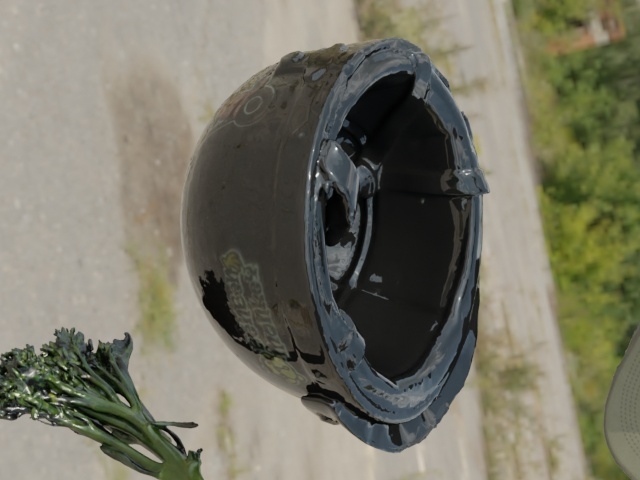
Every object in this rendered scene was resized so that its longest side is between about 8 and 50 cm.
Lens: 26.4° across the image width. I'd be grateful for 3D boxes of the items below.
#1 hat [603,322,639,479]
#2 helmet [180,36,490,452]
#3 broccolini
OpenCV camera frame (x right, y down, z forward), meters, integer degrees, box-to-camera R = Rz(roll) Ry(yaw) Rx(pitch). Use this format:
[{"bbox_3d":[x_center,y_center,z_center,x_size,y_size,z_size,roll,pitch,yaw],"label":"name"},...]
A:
[{"bbox_3d":[0.389,0.154,1.259,0.149,0.214,0.244,-67,178,-83],"label":"hat"},{"bbox_3d":[0.000,0.000,0.914,0.230,0.160,0.278,-49,136,-45],"label":"helmet"},{"bbox_3d":[-0.131,0.141,0.863,0.271,0.123,0.062,50,-46,45],"label":"broccolini"}]
